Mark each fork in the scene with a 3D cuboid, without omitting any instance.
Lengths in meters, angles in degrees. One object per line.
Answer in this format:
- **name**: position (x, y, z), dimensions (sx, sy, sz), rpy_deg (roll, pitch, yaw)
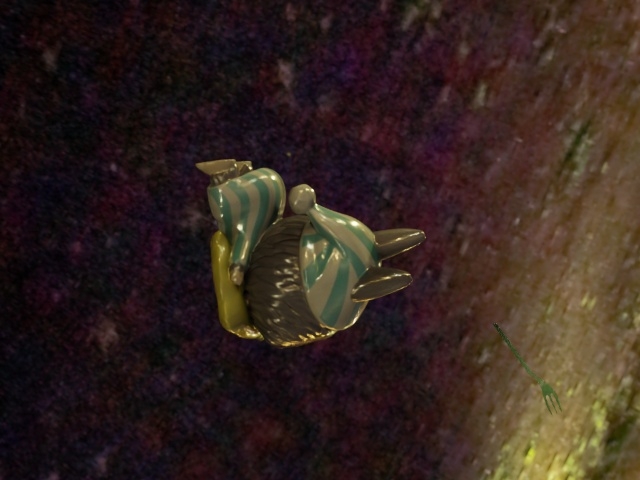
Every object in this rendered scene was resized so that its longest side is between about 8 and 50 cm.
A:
- **fork**: position (0.452, 0.273, 1.816), dimensions (0.021, 0.235, 0.039), rpy_deg (-28, 172, -46)

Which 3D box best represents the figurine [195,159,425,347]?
- **figurine**: position (0.000, 0.000, 1.520), dimensions (0.266, 0.377, 0.362), rpy_deg (-28, 106, -81)
